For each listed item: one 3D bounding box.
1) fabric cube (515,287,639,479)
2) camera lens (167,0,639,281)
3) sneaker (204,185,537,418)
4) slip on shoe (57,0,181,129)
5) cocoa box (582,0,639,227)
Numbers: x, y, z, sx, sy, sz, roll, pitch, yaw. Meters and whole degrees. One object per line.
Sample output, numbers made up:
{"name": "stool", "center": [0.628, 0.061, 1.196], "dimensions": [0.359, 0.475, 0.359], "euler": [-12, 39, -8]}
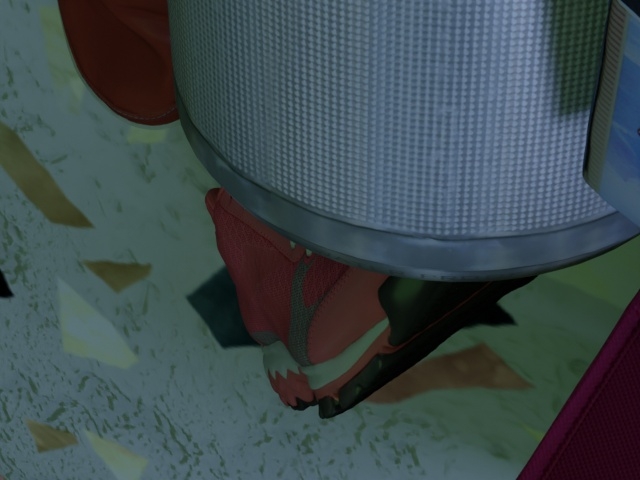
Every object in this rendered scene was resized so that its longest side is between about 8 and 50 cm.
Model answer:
{"name": "fabric cube", "center": [0.216, 0.141, 0.750], "dimensions": [0.258, 0.259, 0.254], "euler": [29, 156, 15]}
{"name": "camera lens", "center": [0.051, -0.139, 0.688], "dimensions": [0.219, 0.219, 0.274], "euler": [23, 138, 23]}
{"name": "sneaker", "center": [-0.001, 0.000, 0.902], "dimensions": [0.136, 0.116, 0.314], "euler": [55, 165, -1]}
{"name": "slip on shoe", "center": [-0.094, -0.174, 0.879], "dimensions": [0.123, 0.101, 0.331], "euler": [26, 141, 17]}
{"name": "cocoa box", "center": [0.274, -0.036, 0.508], "dimensions": [0.347, 0.231, 0.228], "euler": [39, 164, 17]}
